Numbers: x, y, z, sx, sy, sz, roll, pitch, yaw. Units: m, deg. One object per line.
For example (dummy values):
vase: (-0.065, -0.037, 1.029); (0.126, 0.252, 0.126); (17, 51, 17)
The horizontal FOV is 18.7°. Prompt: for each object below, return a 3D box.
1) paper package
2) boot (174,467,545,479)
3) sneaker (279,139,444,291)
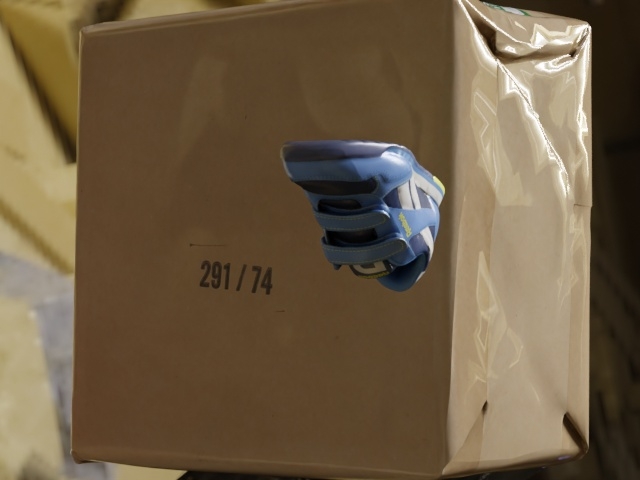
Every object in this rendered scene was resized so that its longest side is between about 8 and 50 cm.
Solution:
paper package: (0.000, 0.000, 1.282); (0.168, 0.324, 0.310); (2, 87, -51)
boot: (0.022, 0.294, 1.718); (0.367, 0.445, 0.146); (44, 10, -26)
sneaker: (0.023, -0.014, 0.961); (0.144, 0.053, 0.059); (29, 68, -61)
